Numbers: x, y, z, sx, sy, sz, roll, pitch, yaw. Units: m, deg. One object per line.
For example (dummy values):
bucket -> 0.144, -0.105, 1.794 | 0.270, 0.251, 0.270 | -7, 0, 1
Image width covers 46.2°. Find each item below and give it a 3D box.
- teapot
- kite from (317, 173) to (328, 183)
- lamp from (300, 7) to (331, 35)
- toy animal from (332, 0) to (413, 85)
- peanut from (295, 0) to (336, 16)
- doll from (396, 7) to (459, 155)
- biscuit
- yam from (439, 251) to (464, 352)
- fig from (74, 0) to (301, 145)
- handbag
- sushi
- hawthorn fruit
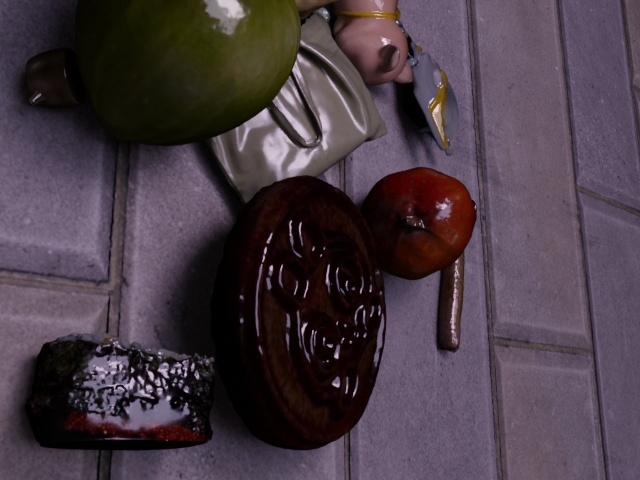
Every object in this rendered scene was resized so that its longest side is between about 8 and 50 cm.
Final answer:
teapot -> -0.352, -0.214, 0.981 | 0.076, 0.068, 0.121 | 81, 3, -45
kite -> 0.002, -0.001, 1.300 | 0.204, 0.022, 0.360 | -44, 109, -40
lamp -> -0.014, -0.381, 1.348 | 0.091, 0.091, 0.163 | 53, 35, -21
toy animal -> 0.088, -0.412, 1.399 | 0.165, 0.149, 0.248 | -11, 86, -63
peanut -> -0.083, -0.445, 1.162 | 0.387, 0.192, 0.169 | -2, 40, -11
doll -> 0.205, -0.320, 1.530 | 0.103, 0.145, 0.316 | -28, 93, -11
biscuit -> -0.007, 0.106, 1.122 | 0.407, 0.091, 0.407 | 6, 82, -58
yam -> 0.266, 0.095, 1.512 | 0.046, 0.046, 0.264 | 25, 61, -38
fig -> -0.191, -0.262, 0.987 | 0.316, 0.316, 0.316 | 14, 70, -41
handbag -> -0.050, -0.206, 1.213 | 0.316, 0.109, 0.253 | -39, 104, -25
sushi -> -0.243, 0.192, 0.932 | 0.225, 0.136, 0.126 | 14, 63, -36
hawthorn fruit -> 0.165, -0.027, 1.312 | 0.249, 0.215, 0.215 | -31, 103, -78
